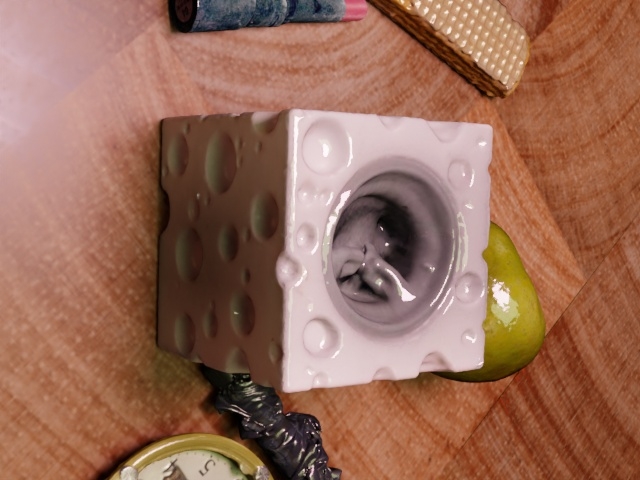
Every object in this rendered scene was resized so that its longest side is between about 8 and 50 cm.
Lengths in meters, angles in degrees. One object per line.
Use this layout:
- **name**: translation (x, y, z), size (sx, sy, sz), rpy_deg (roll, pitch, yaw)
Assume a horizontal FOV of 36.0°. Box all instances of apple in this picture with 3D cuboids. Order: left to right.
- **apple**: translation (0.166, 0.069, 1.134), size (0.156, 0.196, 0.196), rpy_deg (-18, 107, -3)

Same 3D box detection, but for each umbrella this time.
- **umbrella**: translation (-0.046, 0.201, 1.062), size (0.071, 0.080, 0.224), rpy_deg (-33, 110, 10)

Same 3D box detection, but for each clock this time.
- **clock**: translation (-0.145, 0.307, 1.001), size (0.237, 0.057, 0.237), rpy_deg (-2, 93, -35)

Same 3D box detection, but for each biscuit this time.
- **biscuit**: translation (0.115, -0.292, 1.143), size (0.378, 0.054, 0.094), rpy_deg (29, 78, -35)

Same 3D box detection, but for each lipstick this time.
- **lipstick**: translation (-0.043, -0.246, 1.032), size (0.234, 0.053, 0.053), rpy_deg (-10, 100, -37)

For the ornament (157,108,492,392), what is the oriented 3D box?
- **ornament**: translation (0.000, 0.000, 0.968), size (0.239, 0.239, 0.239), rpy_deg (-1, 95, -36)
